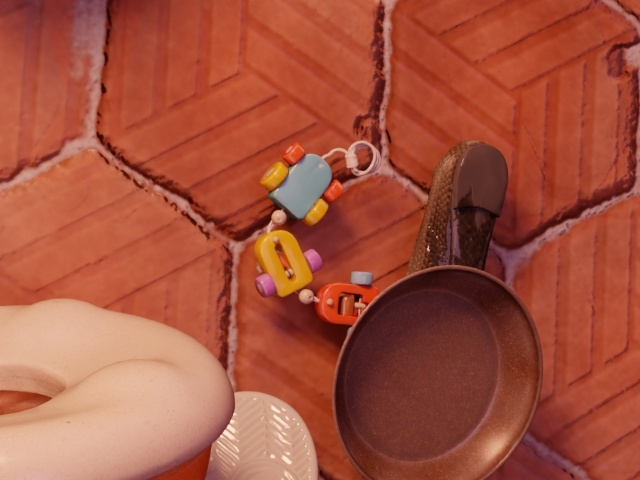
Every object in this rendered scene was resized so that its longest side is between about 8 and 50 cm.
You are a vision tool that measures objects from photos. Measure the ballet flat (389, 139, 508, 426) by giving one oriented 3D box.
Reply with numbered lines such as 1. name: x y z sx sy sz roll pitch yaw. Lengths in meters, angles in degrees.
1. ballet flat: 0.100 0.035 1.672 0.084 0.058 0.249 16 85 -33

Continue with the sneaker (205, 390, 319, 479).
1. sneaker: -0.081 0.292 1.548 0.131 0.148 0.350 11 57 -2

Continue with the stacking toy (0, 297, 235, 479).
1. stacking toy: -0.227 0.305 1.418 0.351 0.350 0.479 -9 106 -23

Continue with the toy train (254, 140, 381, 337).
1. toy train: 0.000 0.000 1.635 0.125 0.046 0.166 1 89 -24

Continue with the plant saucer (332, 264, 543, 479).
1. plant saucer: 0.091 0.115 1.620 0.199 0.036 0.198 -5 101 -25
